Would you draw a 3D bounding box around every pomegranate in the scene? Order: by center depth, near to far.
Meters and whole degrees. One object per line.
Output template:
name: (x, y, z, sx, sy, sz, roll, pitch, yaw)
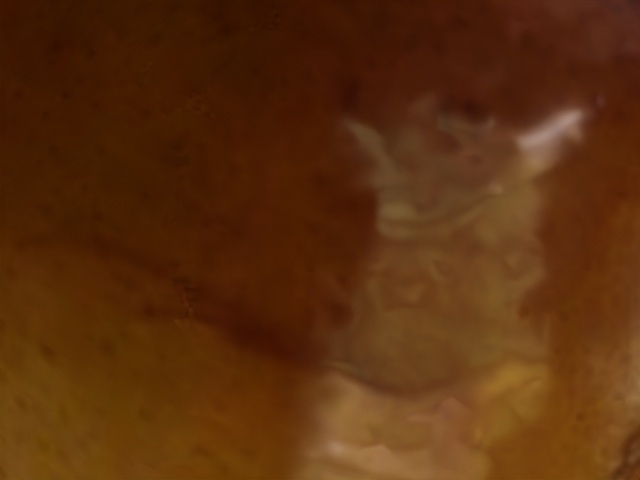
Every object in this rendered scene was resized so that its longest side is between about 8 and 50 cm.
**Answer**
pomegranate: (0.000, 0.000, 0.468, 0.319, 0.319, 0.319, -178, 90, -82)
